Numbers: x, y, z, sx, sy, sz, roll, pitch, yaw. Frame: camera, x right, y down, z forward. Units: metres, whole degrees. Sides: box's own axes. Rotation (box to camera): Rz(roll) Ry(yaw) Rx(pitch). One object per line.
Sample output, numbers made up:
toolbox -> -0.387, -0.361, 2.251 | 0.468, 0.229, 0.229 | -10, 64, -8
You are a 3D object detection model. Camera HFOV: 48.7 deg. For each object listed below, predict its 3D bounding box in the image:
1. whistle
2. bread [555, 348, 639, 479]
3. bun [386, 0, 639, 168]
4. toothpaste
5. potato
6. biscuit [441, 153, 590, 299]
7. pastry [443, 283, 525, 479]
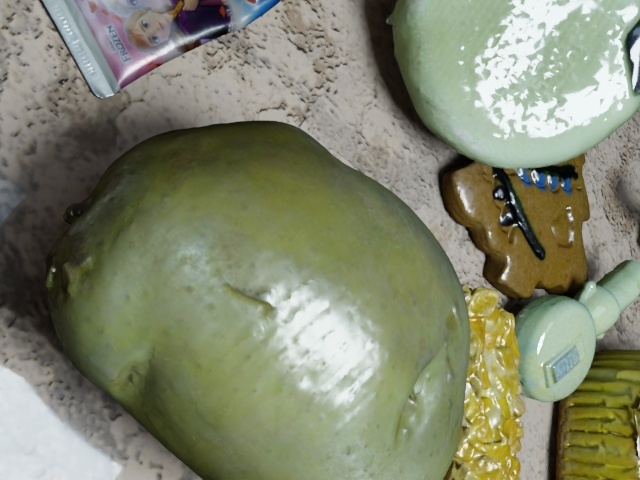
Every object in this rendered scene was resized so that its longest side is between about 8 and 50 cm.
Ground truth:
whistle -> 0.305, 0.103, 0.839 | 0.258, 0.067, 0.126 | -32, 119, -27
bread -> 0.401, 0.263, 0.874 | 0.227, 0.142, 0.253 | 12, 80, -38
bun -> 0.207, -0.217, 0.735 | 0.283, 0.179, 0.283 | 0, 105, 0
toothpaste -> -0.095, -0.214, 0.595 | 0.266, 0.061, 0.096 | -35, 107, -29
potato -> -0.023, 0.057, 0.508 | 0.243, 0.221, 0.326 | -48, 111, -21
biscuit -> 0.260, -0.077, 0.859 | 0.278, 0.043, 0.301 | 27, 69, -33
pastry -> 0.134, 0.170, 0.693 | 0.154, 0.102, 0.249 | 22, 69, -47
